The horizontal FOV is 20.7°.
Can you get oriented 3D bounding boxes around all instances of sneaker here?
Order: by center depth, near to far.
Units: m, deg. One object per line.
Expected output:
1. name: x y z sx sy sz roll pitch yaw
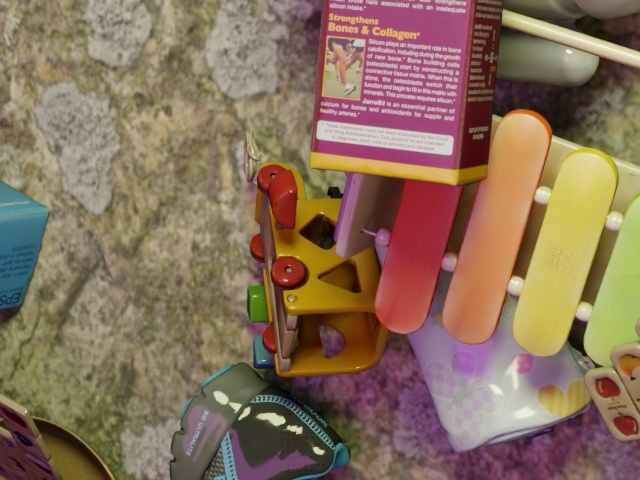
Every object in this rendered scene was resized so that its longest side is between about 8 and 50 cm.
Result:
1. sneaker: -0.087 0.281 1.511 0.139 0.125 0.341 27 112 20

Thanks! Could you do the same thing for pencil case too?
1. pencil case: 0.115 0.028 1.363 0.124 0.113 0.273 -24 84 22

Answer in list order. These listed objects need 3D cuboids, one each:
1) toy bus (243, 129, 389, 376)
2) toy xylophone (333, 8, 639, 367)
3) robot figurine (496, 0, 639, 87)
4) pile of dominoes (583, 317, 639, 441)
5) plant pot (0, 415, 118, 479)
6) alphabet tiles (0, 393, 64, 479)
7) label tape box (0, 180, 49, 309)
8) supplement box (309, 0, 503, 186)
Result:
1. toy bus: 0.001 0.013 1.430 0.104 0.191 0.202 -2 96 -9
2. toy xylophone: 0.173 -0.025 1.218 0.322 0.081 0.236 13 117 16
3. robot figurine: 0.135 -0.258 1.262 0.353 0.200 0.300 4 112 31
4. pile of dominoes: 0.290 0.110 1.141 0.196 0.040 0.251 41 133 2
5. plant pot: -0.262 0.281 1.669 0.236 0.032 0.236 4 98 31
6. alphabet tiles: -0.328 0.156 1.592 0.237 0.009 0.198 26 152 25
7. label tape box: -0.465 -0.043 1.622 0.347 0.249 0.115 26 109 26
8. supplement box: 0.060 -0.135 1.146 0.104 0.081 0.188 8 98 19
